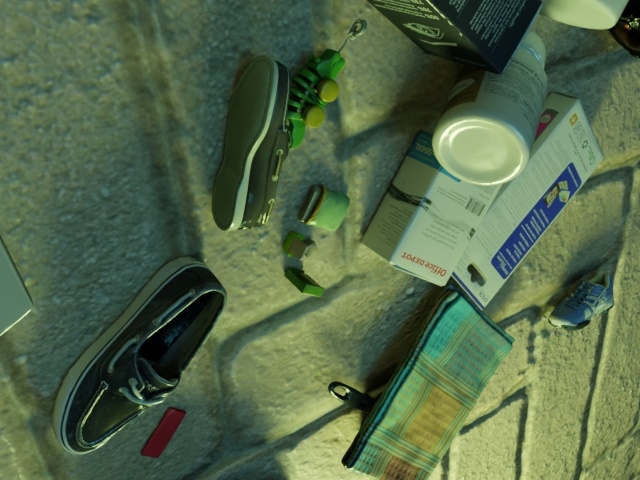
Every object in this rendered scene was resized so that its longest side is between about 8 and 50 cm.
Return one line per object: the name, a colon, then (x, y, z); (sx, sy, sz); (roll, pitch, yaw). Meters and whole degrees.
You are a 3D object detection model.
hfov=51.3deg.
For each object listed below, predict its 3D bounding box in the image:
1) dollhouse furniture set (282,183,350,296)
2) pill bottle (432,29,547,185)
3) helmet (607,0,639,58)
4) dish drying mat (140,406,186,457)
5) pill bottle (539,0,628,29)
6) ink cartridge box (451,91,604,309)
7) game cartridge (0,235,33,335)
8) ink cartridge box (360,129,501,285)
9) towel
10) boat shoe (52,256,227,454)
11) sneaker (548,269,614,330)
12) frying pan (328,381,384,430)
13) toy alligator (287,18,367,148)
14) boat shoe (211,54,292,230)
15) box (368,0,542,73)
dollhouse furniture set: (0.000, 0.000, 0.965); (0.076, 0.058, 0.152); (17, 103, -41)
pill bottle: (0.249, -0.199, 0.943); (0.229, 0.131, 0.131); (-64, 141, -35)
helmet: (0.562, -0.400, 1.095); (0.161, 0.169, 0.169); (-43, 134, 12)
dish drying mat: (-0.231, 0.284, 0.983); (0.032, 0.008, 0.083); (28, 96, -41)
pill bottle: (0.392, -0.501, 0.872); (0.224, 0.224, 0.392); (16, 104, -40)
ink cartridge box: (0.352, -0.067, 1.185); (0.371, 0.069, 0.176); (-52, 133, -5)
game cartridge: (-0.463, 0.071, 0.668); (0.297, 0.062, 0.198); (-26, 131, -23)
ink cartridge box: (0.177, -0.047, 1.051); (0.148, 0.086, 0.203); (22, 100, -41)
towel: (0.214, 0.290, 1.239); (0.271, 0.040, 0.370); (37, 83, -42)
boat shoe: (-0.227, 0.164, 0.857); (0.301, 0.102, 0.108); (-51, 132, -3)
sneaker: (0.565, 0.130, 1.448); (0.211, 0.080, 0.081); (-24, 120, -36)
frying pan: (0.098, 0.334, 1.222); (0.326, 0.053, 0.197); (9, 106, -38)
toy alligator: (-0.006, -0.208, 0.849); (0.051, 0.056, 0.190); (24, 98, -42)
boat shoe: (-0.077, -0.118, 0.836); (0.068, 0.081, 0.228); (-2, 122, -38)
box: (0.154, -0.319, 0.844); (0.207, 0.153, 0.108); (25, 97, -43)
